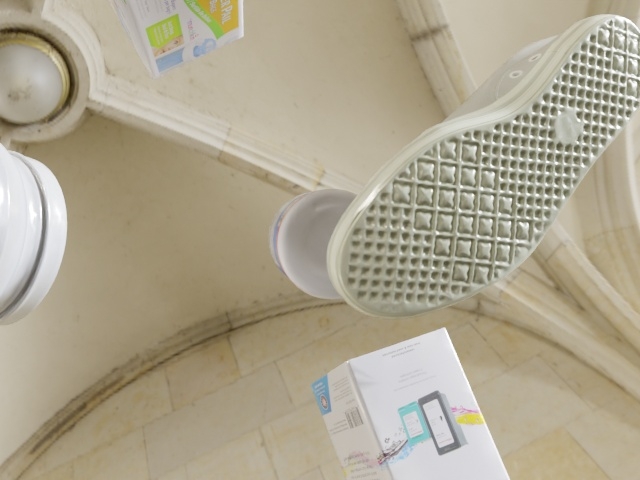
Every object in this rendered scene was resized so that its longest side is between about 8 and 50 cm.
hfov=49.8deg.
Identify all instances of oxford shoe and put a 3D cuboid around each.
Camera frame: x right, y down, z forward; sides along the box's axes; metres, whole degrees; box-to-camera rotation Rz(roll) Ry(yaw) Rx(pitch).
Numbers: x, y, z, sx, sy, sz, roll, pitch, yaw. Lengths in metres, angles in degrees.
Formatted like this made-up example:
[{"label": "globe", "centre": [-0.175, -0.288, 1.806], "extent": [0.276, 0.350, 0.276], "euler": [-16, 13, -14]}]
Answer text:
[{"label": "oxford shoe", "centre": [0.176, -0.081, 0.730], "extent": [0.449, 0.130, 0.169], "euler": [-42, -70, -20]}]

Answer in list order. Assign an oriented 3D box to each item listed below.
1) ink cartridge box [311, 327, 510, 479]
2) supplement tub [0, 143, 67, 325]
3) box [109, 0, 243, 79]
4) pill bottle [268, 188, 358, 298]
[{"label": "ink cartridge box", "centre": [0.142, 0.321, 1.156], "extent": [0.197, 0.270, 0.198], "euler": [-15, -16, -24]}, {"label": "supplement tub", "centre": [-0.372, -0.021, 0.559], "extent": [0.191, 0.191, 0.272], "euler": [-54, -30, 12]}, {"label": "box", "centre": [-0.145, -0.254, 0.649], "extent": [0.114, 0.203, 0.103], "euler": [-29, -95, -9]}, {"label": "pill bottle", "centre": [0.000, 0.000, 0.853], "extent": [0.124, 0.221, 0.124], "euler": [0, -87, -7]}]
